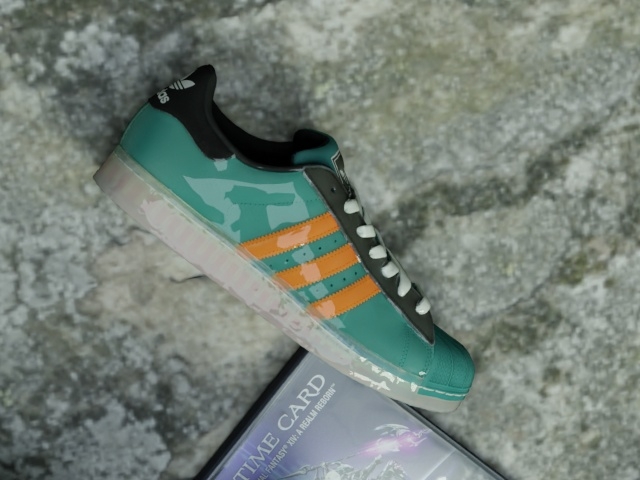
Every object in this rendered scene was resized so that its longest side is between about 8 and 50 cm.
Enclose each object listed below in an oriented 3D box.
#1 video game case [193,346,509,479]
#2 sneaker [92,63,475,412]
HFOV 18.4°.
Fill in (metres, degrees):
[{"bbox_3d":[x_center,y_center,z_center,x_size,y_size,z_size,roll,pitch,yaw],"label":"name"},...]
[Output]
[{"bbox_3d":[0.040,0.223,1.435,0.274,0.026,0.196,38,92,-14],"label":"video game case"},{"bbox_3d":[0.000,0.000,1.342,0.302,0.108,0.121,36,97,-13],"label":"sneaker"}]
